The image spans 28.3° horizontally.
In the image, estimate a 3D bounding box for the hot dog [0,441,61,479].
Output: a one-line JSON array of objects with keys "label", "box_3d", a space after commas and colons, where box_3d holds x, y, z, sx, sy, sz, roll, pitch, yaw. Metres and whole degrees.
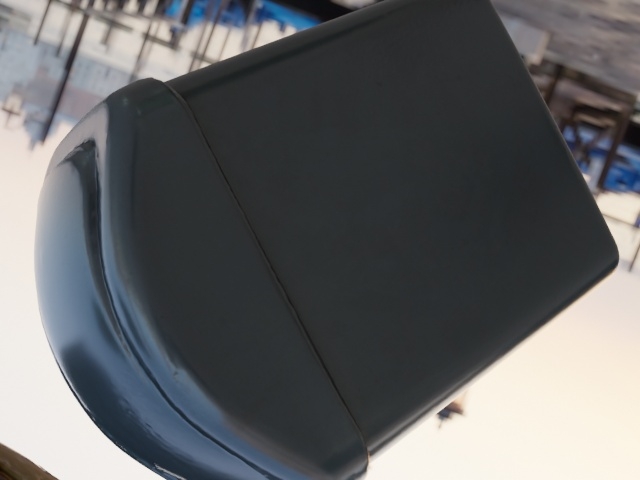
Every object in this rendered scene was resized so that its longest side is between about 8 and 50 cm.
[{"label": "hot dog", "box_3d": [-0.130, 0.202, 0.638, 0.337, 0.135, 0.100, 43, 169, -23]}]

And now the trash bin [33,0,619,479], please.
[{"label": "trash bin", "box_3d": [0.000, 0.000, 0.533, 0.236, 0.177, 0.101, -30, -179, -33]}]
